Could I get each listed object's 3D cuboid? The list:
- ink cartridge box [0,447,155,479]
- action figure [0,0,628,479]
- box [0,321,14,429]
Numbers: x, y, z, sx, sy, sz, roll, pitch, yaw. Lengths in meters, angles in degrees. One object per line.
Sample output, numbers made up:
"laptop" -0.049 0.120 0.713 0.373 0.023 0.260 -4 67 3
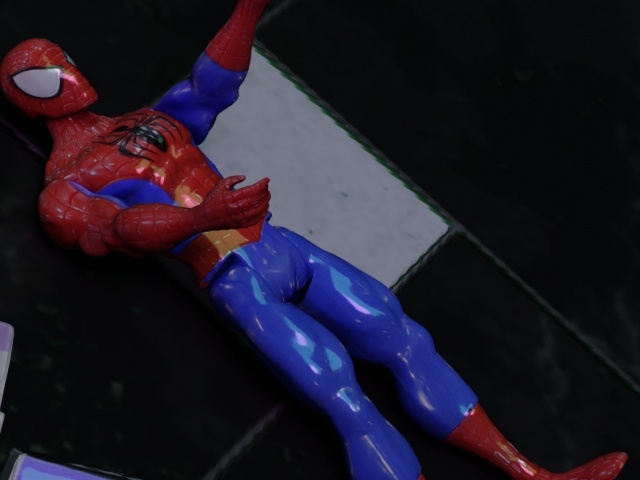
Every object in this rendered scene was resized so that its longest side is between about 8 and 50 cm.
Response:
"ink cartridge box" 0.001 0.108 0.578 0.206 0.208 0.045 17 84 -9
"action figure" 0.000 0.000 0.712 0.280 0.139 0.091 38 47 5
"box" -0.260 0.024 0.600 0.324 0.067 0.063 17 52 -17
